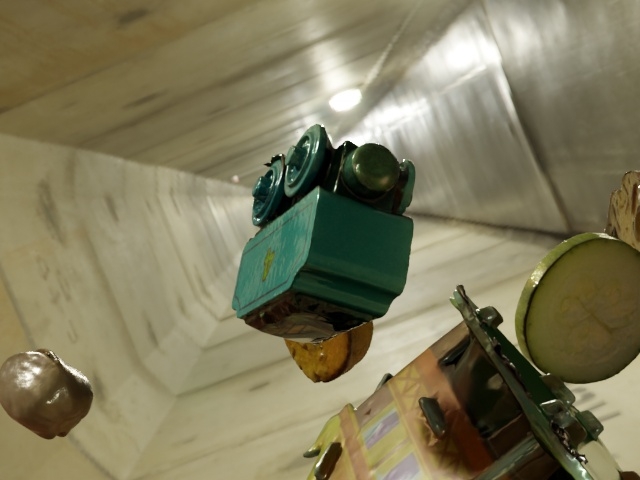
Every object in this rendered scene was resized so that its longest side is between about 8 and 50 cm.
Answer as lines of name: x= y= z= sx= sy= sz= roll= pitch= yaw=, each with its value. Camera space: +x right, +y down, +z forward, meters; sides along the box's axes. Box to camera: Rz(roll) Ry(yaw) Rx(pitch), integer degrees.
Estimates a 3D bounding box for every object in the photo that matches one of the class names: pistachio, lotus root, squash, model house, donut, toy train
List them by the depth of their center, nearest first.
model house: x=0.122 y=0.270 z=0.706 sx=0.242 sy=0.313 sz=0.357 roll=42 pitch=-170 yaw=-25
toy train: x=0.000 y=0.000 z=0.717 sx=0.198 sy=0.107 sz=0.154 roll=-34 pitch=42 yaw=60
squash: x=0.369 y=0.095 z=1.233 sx=0.219 sy=0.219 sz=0.041 roll=67 pitch=167 yaw=-20
donut: x=0.010 y=0.120 z=1.277 sx=0.178 sy=0.065 sz=0.162 roll=-33 pitch=73 yaw=55
pistachio: x=-0.476 y=0.262 z=1.518 sx=0.126 sy=0.223 sz=0.152 roll=-8 pitch=-84 yaw=-45
lotus root: x=0.613 y=-0.032 z=1.545 sx=0.188 sy=0.180 sz=0.199 roll=-95 pitch=0 yaw=-75
